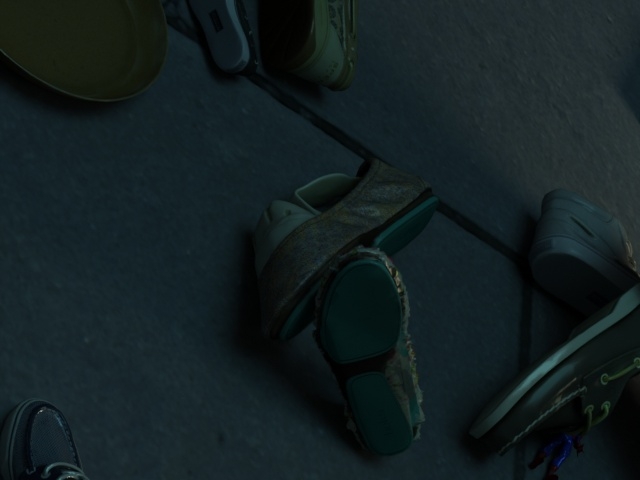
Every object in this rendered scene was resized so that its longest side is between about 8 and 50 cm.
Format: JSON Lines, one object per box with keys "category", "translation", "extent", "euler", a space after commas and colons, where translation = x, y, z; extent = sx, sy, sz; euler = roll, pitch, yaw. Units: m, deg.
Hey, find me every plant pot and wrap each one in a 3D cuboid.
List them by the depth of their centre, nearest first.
{"category": "plant pot", "translation": [-0.242, -0.221, 1.535], "extent": [0.236, 0.032, 0.236], "euler": [28, 44, -31]}

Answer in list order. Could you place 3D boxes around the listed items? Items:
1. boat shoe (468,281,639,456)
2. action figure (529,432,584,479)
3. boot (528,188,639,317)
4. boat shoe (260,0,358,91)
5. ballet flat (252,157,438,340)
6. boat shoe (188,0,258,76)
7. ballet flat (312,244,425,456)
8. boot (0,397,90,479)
{"category": "boat shoe", "translation": [0.267, 0.140, 1.708], "extent": [0.305, 0.109, 0.091], "euler": [-32, 83, -41]}
{"category": "action figure", "translation": [0.250, 0.206, 1.735], "extent": [0.038, 0.030, 0.115], "euler": [47, 36, -2]}
{"category": "boot", "translation": [0.343, 0.043, 1.898], "extent": [0.258, 0.095, 0.123], "euler": [39, 42, -22]}
{"category": "boat shoe", "translation": [-0.005, -0.287, 1.787], "extent": [0.089, 0.105, 0.285], "euler": [27, 55, -37]}
{"category": "ballet flat", "translation": [0.000, 0.000, 1.587], "extent": [0.106, 0.107, 0.316], "euler": [38, 31, 11]}
{"category": "boat shoe", "translation": [-0.097, -0.225, 1.684], "extent": [0.040, 0.049, 0.142], "euler": [25, 45, -59]}
{"category": "ballet flat", "translation": [0.040, 0.088, 1.496], "extent": [0.077, 0.091, 0.241], "euler": [-97, 179, -53]}
{"category": "boot", "translation": [-0.182, 0.192, 1.242], "extent": [0.069, 0.086, 0.190], "euler": [12, 54, -41]}
